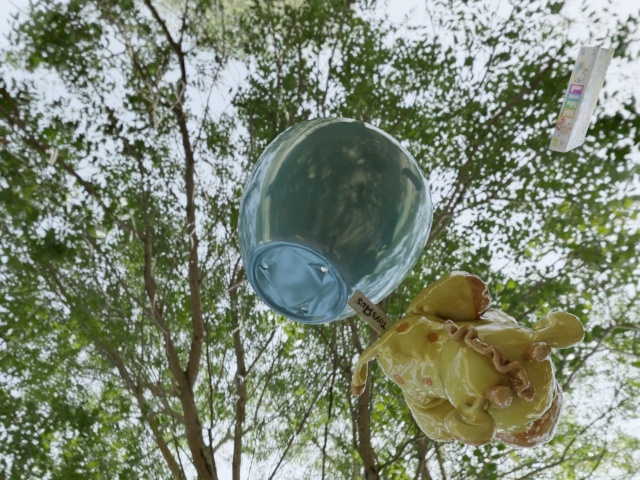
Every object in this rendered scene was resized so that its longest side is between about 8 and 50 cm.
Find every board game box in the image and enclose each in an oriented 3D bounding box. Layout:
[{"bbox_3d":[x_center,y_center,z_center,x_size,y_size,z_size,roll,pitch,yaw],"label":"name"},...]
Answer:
[{"bbox_3d":[0.421,-0.227,0.669,0.026,0.154,0.103,26,-146,37],"label":"board game box"}]

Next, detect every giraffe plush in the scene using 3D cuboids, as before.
[{"bbox_3d":[0.144,0.114,0.381,0.210,0.170,0.182,26,-100,-20],"label":"giraffe plush"}]

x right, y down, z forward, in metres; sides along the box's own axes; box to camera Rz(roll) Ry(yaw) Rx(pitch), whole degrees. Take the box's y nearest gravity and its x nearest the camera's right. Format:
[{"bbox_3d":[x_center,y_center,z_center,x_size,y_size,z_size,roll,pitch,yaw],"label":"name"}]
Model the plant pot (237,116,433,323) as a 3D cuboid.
[{"bbox_3d":[0.000,0.000,0.583,0.290,0.290,0.195,21,-142,7],"label":"plant pot"}]
